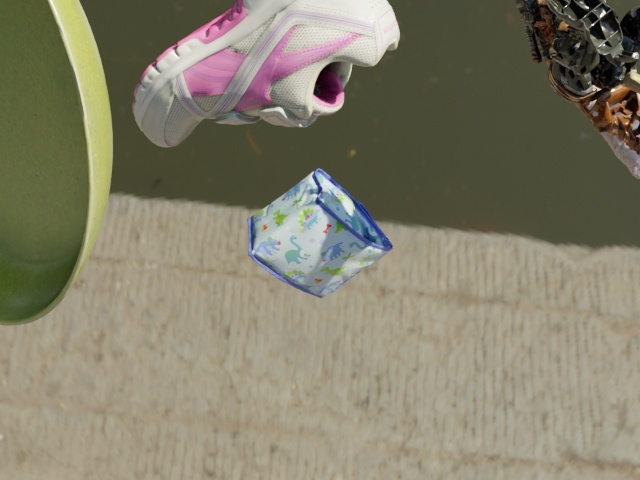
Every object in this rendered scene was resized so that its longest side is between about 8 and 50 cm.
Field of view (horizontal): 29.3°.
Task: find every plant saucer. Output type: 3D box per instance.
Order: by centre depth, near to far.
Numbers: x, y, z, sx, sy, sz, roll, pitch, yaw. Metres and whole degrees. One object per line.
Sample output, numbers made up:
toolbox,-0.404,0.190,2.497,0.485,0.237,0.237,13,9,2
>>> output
plant saucer,-0.176,-0.076,0.612,0.037,0.241,0.241,-24,61,-41

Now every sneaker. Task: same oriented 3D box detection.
sneaker,-0.043,-0.125,0.915,0.111,0.252,0.103,53,42,-7

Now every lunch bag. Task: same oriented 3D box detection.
lunch bag,0.000,0.000,1.587,0.129,0.151,0.096,-35,33,24

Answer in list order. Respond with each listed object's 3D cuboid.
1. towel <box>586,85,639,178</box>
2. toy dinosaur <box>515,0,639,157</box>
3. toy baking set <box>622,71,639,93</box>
towel,0.555,-0.179,1.737,0.317,0.053,0.332,-8,22,3
toy dinosaur,0.304,-0.217,1.320,0.322,0.218,0.164,42,70,6
toy baking set,0.399,-0.079,1.181,0.256,0.030,0.197,32,23,1
